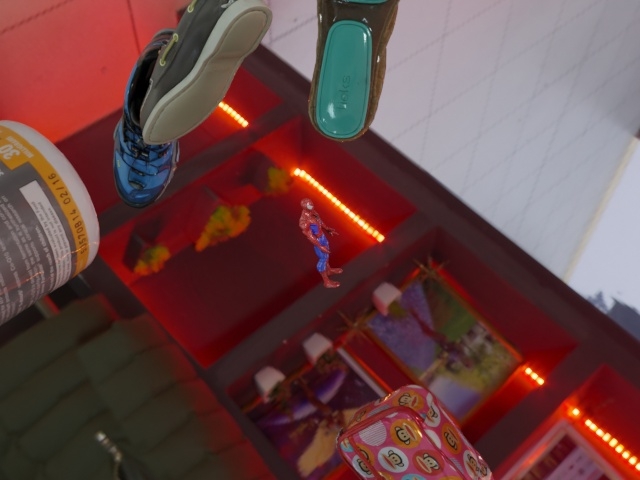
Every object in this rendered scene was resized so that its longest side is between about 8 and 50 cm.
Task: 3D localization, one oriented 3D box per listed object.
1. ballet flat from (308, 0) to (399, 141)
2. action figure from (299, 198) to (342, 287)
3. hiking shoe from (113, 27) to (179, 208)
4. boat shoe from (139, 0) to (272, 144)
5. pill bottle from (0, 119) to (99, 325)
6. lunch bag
[{"bbox_3d":[0.053,-0.299,1.009,0.124,0.116,0.342,-75,172,-69],"label":"ballet flat"},{"bbox_3d":[0.000,0.000,0.878,0.038,0.030,0.115,-72,147,-47],"label":"action figure"},{"bbox_3d":[-0.278,-0.181,1.234,0.132,0.113,0.304,-70,178,-66],"label":"hiking shoe"},{"bbox_3d":[-0.137,-0.195,0.860,0.081,0.069,0.228,-12,155,-50],"label":"boat shoe"},{"bbox_3d":[-0.339,0.022,0.660,0.278,0.162,0.162,-40,156,-41],"label":"pill bottle"},{"bbox_3d":[0.180,0.461,1.618,0.258,0.293,0.120,-36,-175,33],"label":"lunch bag"}]
